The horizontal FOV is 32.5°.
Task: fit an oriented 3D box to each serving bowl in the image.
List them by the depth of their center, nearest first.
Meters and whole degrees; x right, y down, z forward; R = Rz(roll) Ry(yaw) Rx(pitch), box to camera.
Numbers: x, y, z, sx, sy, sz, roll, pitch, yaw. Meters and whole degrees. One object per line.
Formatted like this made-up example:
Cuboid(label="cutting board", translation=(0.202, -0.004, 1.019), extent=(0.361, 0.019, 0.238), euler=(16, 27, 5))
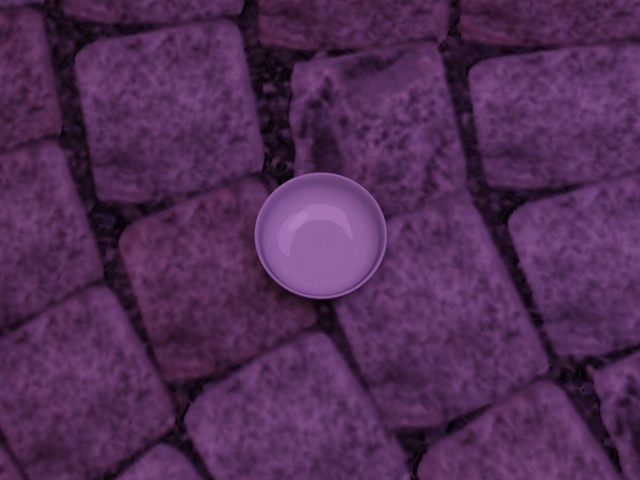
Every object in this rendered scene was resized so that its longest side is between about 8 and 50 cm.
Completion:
Cuboid(label="serving bowl", translation=(0.000, 0.000, 0.697), extent=(0.083, 0.027, 0.083), euler=(0, 72, 0))
